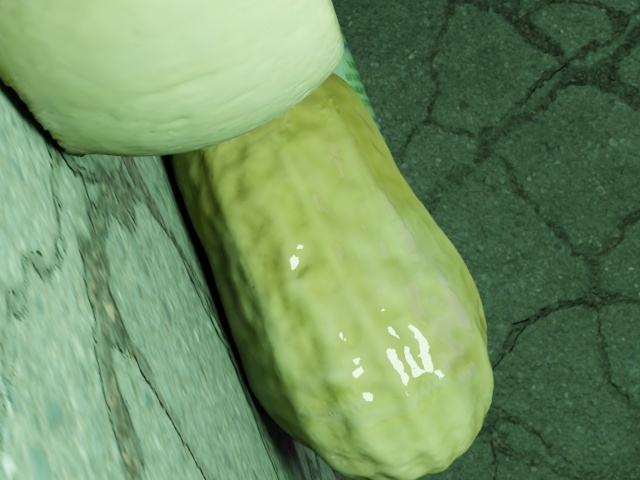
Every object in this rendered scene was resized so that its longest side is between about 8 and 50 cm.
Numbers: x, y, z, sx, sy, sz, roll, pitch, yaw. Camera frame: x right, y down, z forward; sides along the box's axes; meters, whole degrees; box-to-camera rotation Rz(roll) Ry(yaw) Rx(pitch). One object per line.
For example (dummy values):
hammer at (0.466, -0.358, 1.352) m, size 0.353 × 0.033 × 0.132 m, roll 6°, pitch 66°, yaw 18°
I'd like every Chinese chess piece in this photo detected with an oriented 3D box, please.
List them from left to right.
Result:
Chinese chess piece at (-0.103, -0.201, 0.586) m, size 0.338 × 0.140 × 0.338 m, roll -22°, pitch 90°, yaw -87°

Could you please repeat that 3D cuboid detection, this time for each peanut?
peanut at (-0.001, -0.001, 0.883) m, size 0.174 × 0.158 × 0.340 m, roll -1°, pitch 63°, yaw -65°

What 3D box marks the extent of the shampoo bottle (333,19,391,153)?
shampoo bottle at (-0.001, -0.025, 1.110) m, size 0.222 × 0.151 × 0.350 m, roll -6°, pitch 73°, yaw -83°
